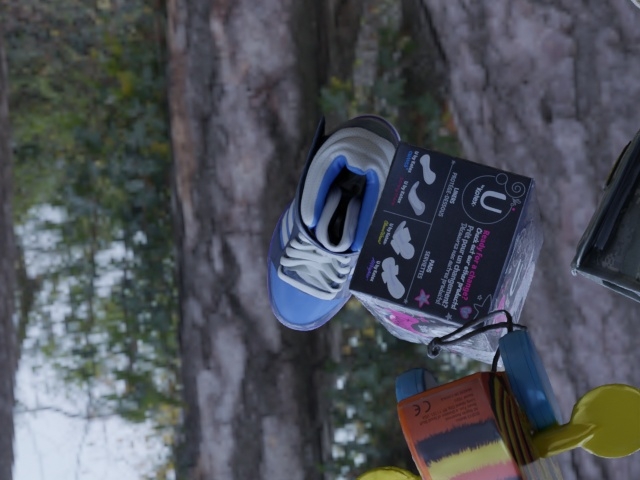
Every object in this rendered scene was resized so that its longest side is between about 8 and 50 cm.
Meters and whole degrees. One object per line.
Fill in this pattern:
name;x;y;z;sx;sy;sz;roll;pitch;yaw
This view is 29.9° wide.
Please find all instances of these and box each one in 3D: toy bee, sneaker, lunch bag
toy bee;0.133;0.141;0.799;0.195;0.162;0.298;-24;179;34
sneaker;0.001;0.000;1.481;0.130;0.322;0.236;25;-161;2
lunch bag;0.369;-0.040;1.155;0.169;0.235;0.287;27;-179;-24

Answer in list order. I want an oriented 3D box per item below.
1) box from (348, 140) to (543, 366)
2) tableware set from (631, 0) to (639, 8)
box;0.139;0.025;1.228;0.142;0.163;0.247;16;170;17
tableware set;0.249;-0.220;0.941;0.128;0.039;0.194;46;-176;28
